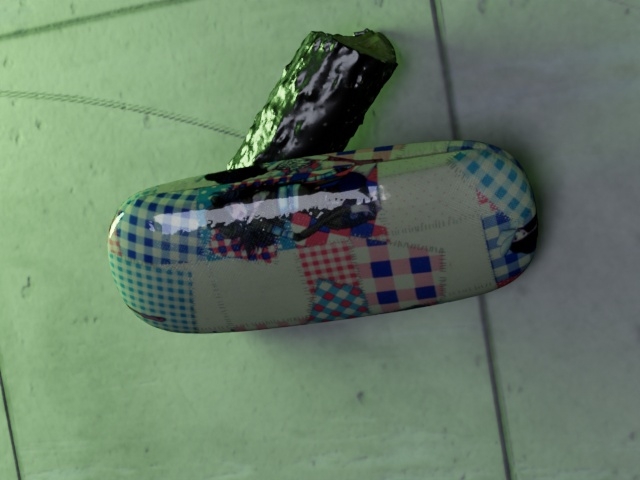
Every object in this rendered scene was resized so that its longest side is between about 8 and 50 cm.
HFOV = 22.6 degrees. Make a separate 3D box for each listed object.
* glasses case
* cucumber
[{"bbox_3d":[0.000,0.000,1.208,0.327,0.076,0.125,-8,122,10],"label":"glasses case"},{"bbox_3d":[-0.043,-0.039,1.276,0.072,0.081,0.303,41,115,18],"label":"cucumber"}]
